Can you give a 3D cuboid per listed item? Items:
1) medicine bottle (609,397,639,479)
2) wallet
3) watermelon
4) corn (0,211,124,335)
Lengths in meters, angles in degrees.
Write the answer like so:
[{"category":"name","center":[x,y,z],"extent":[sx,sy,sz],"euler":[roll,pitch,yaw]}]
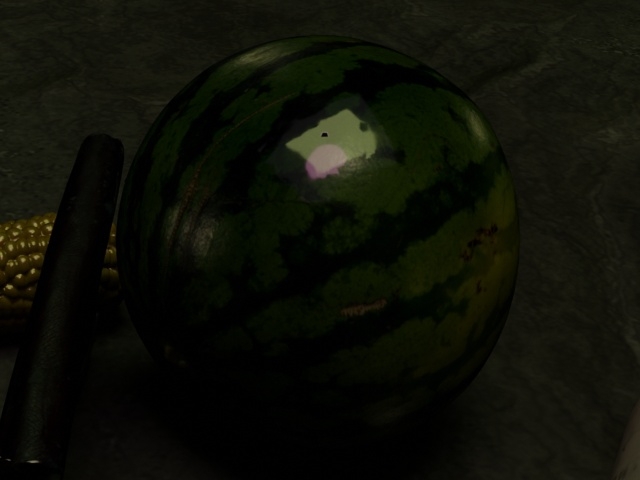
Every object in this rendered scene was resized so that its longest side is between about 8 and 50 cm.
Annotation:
[{"category":"medicine bottle","center":[0.263,0.151,0.712],"extent":[0.165,0.165,0.273],"euler":[16,29,18]},{"category":"wallet","center":[-0.168,0.080,0.734],"extent":[0.045,0.172,0.318],"euler":[11,36,-9]},{"category":"watermelon","center":[0.000,0.000,0.808],"extent":[0.285,0.285,0.285],"euler":[4,29,-2]},{"category":"corn","center":[-0.274,0.034,0.905],"extent":[0.260,0.091,0.091],"euler":[-11,49,-20]}]
